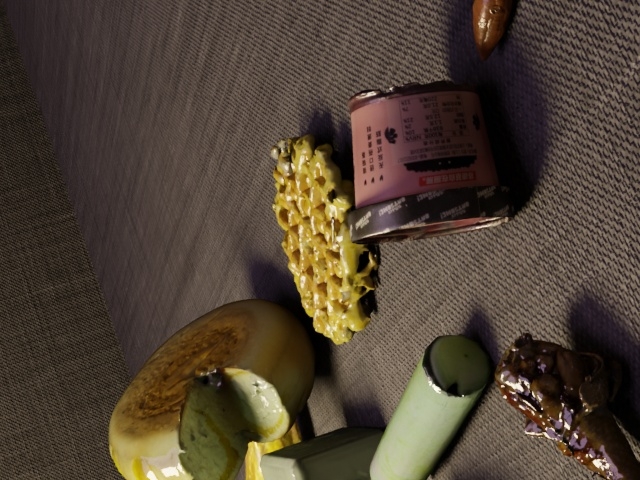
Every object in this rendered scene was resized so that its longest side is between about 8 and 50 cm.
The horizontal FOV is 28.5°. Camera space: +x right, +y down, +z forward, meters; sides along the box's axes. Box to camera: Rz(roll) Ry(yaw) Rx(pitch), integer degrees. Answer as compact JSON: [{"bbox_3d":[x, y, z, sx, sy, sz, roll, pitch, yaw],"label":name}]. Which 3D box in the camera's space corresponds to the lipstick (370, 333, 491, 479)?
[{"bbox_3d":[0.116,0.202,1.402,0.304,0.076,0.076,106,143,-55],"label":"lipstick"}]

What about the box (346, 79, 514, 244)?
[{"bbox_3d":[0.093,-0.073,1.155,0.151,0.151,0.135,163,100,-70],"label":"box"}]

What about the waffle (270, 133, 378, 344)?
[{"bbox_3d":[0.003,-0.001,1.579,0.262,0.060,0.280,69,161,4],"label":"waffle"}]

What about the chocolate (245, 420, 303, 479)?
[{"bbox_3d":[-0.035,0.460,1.925,0.162,0.162,0.445,-176,76,-69],"label":"chocolate"}]

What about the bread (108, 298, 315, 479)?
[{"bbox_3d":[-0.148,0.231,1.804,0.160,0.333,0.333,55,170,-26],"label":"bread"}]

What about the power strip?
[{"bbox_3d":[0.008,0.335,1.695,0.224,0.140,0.139,-21,86,70],"label":"power strip"}]

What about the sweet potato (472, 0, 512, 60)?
[{"bbox_3d":[0.146,-0.194,1.079,0.095,0.034,0.034,99,149,-48],"label":"sweet potato"}]

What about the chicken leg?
[{"bbox_3d":[0.229,0.156,1.077,0.196,0.080,0.125,41,153,44],"label":"chicken leg"}]
